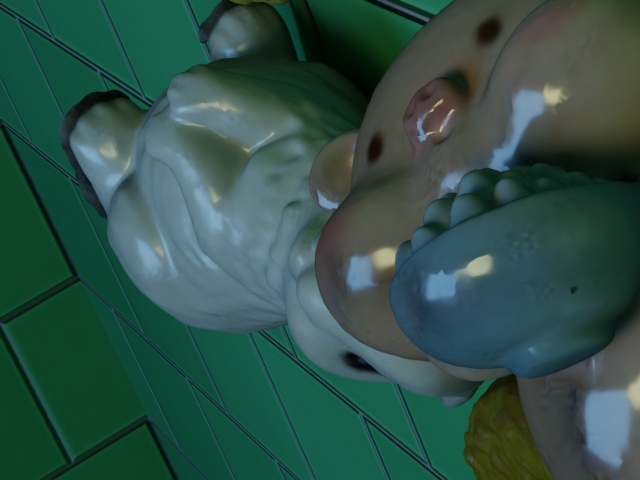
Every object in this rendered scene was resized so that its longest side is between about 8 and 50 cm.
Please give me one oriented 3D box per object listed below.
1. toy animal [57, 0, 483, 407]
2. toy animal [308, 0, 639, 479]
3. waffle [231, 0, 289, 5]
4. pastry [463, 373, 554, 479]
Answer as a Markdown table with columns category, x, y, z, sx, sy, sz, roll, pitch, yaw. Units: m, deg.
| category | x | y | z | sx | sy | sz | roll | pitch | yaw |
| --- | --- | --- | --- | --- | --- | --- | --- | --- | --- |
| toy animal | 0.000 | 0.000 | 1.184 | 0.357 | 0.194 | 0.258 | 38 | 170 | 49 |
| toy animal | 0.127 | 0.001 | 0.809 | 0.221 | 0.210 | 0.229 | 34 | -154 | -20 |
| waffle | -0.098 | -0.271 | 1.215 | 0.309 | 0.065 | 0.283 | 29 | 148 | 59 |
| pastry | 0.182 | 0.144 | 0.984 | 0.235 | 0.132 | 0.240 | 65 | 165 | -18 |
